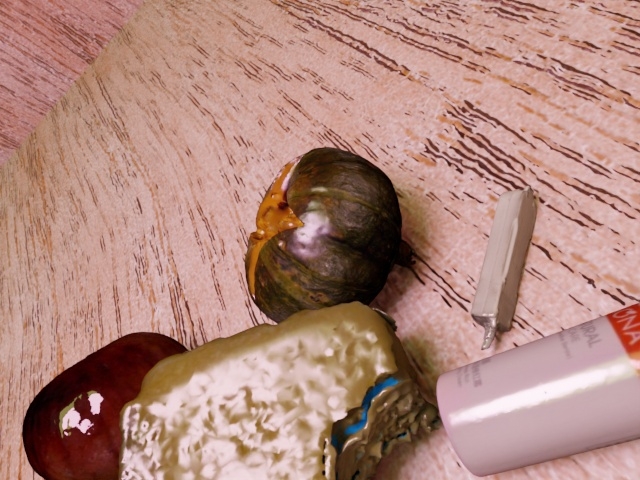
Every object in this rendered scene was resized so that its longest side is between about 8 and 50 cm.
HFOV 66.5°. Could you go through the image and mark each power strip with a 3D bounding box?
[{"bbox_3d":[0.197,0.027,0.526,0.030,0.048,0.191,4,67,44],"label":"power strip"}]

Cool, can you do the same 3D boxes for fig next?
[{"bbox_3d":[-0.269,0.237,0.656,0.235,0.235,0.214,-1,103,37],"label":"fig"}]

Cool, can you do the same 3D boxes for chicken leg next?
[{"bbox_3d":[0.094,0.008,0.633,0.083,0.021,0.036,33,109,45],"label":"chicken leg"}]

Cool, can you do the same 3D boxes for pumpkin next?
[{"bbox_3d":[0.003,0.001,0.600,0.238,0.159,0.237,-162,90,-74],"label":"pumpkin"}]

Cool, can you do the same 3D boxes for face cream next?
[{"bbox_3d":[0.270,0.099,0.392,0.346,0.102,0.101,-28,51,22],"label":"face cream"}]

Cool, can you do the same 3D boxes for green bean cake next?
[{"bbox_3d":[-0.014,0.242,0.468,0.285,0.202,0.309,-15,56,8],"label":"green bean cake"}]
